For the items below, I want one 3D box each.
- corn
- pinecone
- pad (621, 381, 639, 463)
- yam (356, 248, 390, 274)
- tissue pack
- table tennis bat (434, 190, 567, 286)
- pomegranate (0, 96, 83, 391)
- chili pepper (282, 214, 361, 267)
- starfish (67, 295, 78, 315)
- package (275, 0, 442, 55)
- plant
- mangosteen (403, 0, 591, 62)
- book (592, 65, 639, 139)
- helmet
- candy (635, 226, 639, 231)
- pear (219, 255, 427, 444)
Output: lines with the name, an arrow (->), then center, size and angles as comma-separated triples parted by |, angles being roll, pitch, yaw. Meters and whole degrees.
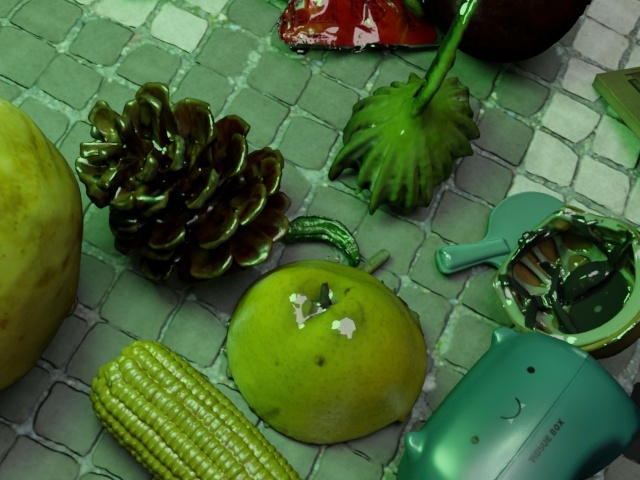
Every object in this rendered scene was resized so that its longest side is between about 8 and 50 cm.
corn -> -0.121, 0.258, 1.218 | 0.344, 0.131, 0.131 | 43, 64, 8
pinecone -> -0.170, -0.072, 1.302 | 0.244, 0.309, 0.244 | -13, 54, 19
pad -> 0.476, 0.266, 1.401 | 0.157, 0.003, 0.112 | 26, 62, 2
yam -> 0.051, 0.048, 1.414 | 0.116, 0.021, 0.021 | -39, 77, -26
tissue pack -> 0.219, 0.248, 1.247 | 0.206, 0.198, 0.287 | 41, 65, 10
table tennis bat -> 0.268, 0.009, 1.472 | 0.237, 0.038, 0.149 | -12, 72, -20
pomegranate -> -0.453, -0.011, 1.163 | 0.410, 0.410, 0.410 | 5, 63, -9
chili pepper -> 0.003, -0.006, 1.428 | 0.118, 0.035, 0.055 | 23, 74, -10
starfish -> -0.337, 0.055, 1.330 | 0.078, 0.028, 0.091 | -34, 70, -22
package -> 0.042, -0.363, 1.593 | 0.269, 0.071, 0.194 | -10, 73, -19
plant -> 0.105, -0.183, 1.381 | 0.180, 0.333, 0.251 | 24, 73, 18
mangosteen -> 0.263, -0.414, 1.537 | 0.293, 0.297, 0.297 | 36, 62, -6
book -> 0.533, -0.189, 1.583 | 0.161, 0.026, 0.231 | -12, 47, -16
helmet -> 0.343, 0.070, 1.366 | 0.198, 0.130, 0.224 | -49, 48, 0
candy -> 0.505, -0.073, 1.533 | 0.119, 0.119, 0.440 | 23, 55, 1
pear -> 0.014, 0.122, 1.278 | 0.267, 0.178, 0.267 | 2, 74, -6
